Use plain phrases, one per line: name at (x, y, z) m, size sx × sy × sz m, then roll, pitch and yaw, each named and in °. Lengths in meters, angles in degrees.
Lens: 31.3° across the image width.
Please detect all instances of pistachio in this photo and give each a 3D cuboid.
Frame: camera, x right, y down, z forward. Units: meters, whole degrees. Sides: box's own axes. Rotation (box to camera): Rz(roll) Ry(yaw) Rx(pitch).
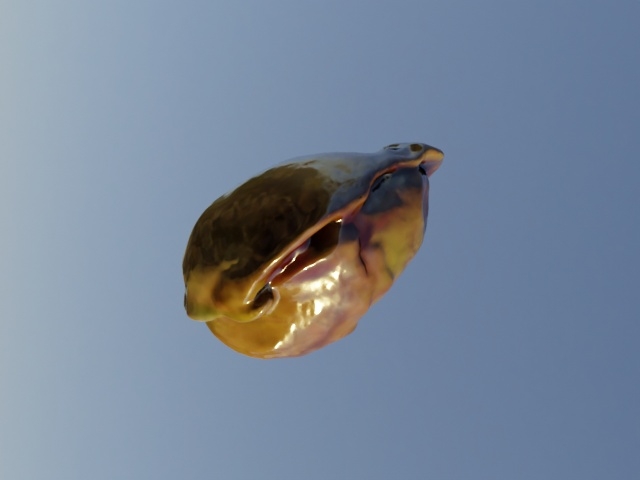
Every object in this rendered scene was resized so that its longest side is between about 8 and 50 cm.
pistachio at (0.000, 0.000, 0.798) m, size 0.130 × 0.210 × 0.165 m, roll 55°, pitch -6°, yaw -5°
